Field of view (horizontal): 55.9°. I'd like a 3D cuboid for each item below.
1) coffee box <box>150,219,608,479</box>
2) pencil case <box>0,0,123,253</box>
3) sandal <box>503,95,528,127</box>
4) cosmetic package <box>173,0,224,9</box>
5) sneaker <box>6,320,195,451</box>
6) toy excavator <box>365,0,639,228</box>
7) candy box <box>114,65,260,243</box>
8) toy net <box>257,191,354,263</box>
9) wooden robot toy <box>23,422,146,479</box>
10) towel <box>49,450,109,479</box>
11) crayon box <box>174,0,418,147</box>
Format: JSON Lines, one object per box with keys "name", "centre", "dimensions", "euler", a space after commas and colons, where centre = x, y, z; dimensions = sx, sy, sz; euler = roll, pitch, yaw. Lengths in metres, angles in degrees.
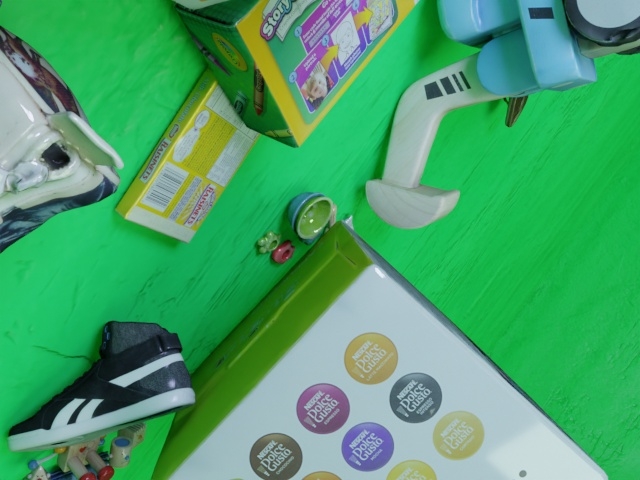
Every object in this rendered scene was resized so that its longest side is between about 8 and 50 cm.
{"name": "coffee box", "centre": [0.041, 0.218, 0.742], "dimensions": [0.337, 0.334, 0.338], "euler": [-47, -171, 5]}
{"name": "pencil case", "centre": [-0.315, 0.025, 0.337], "dimensions": [0.410, 0.183, 0.160], "euler": [-42, 125, -14]}
{"name": "sandal", "centre": [0.356, -0.301, 1.121], "dimensions": [0.072, 0.049, 0.180], "euler": [-39, 133, -36]}
{"name": "cosmetic package", "centre": [-0.068, -0.234, 0.218], "dimensions": [0.453, 0.230, 0.161], "euler": [-23, 107, -71]}
{"name": "sneaker", "centre": [-0.254, 0.159, 0.691], "dimensions": [0.217, 0.121, 0.079], "euler": [-17, 161, 3]}
{"name": "toy excavator", "centre": [0.240, -0.259, 0.839], "dimensions": [0.222, 0.445, 0.433], "euler": [-20, 98, -55]}
{"name": "candy box", "centre": [-0.125, -0.098, 0.651], "dimensions": [0.206, 0.027, 0.105], "euler": [-56, 152, 2]}
{"name": "toy net", "centre": [0.000, 0.000, 0.915], "dimensions": [0.122, 0.045, 0.232], "euler": [-57, 151, 4]}
{"name": "wooden robot toy", "centre": [-0.282, 0.250, 0.750], "dimensions": [0.173, 0.076, 0.079], "euler": [-5, 114, -53]}
{"name": "towel", "centre": [-0.333, 0.321, 0.786], "dimensions": [0.119, 0.029, 0.067], "euler": [-9, 128, -52]}
{"name": "crayon box", "centre": [0.005, -0.252, 0.597], "dimensions": [0.278, 0.081, 0.165], "euler": [-52, 149, -14]}
